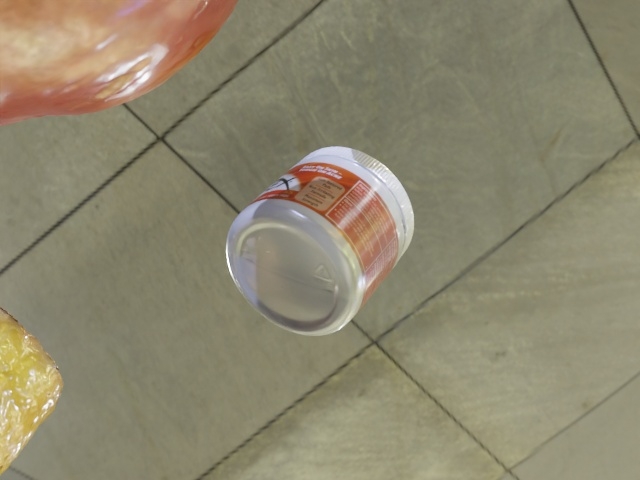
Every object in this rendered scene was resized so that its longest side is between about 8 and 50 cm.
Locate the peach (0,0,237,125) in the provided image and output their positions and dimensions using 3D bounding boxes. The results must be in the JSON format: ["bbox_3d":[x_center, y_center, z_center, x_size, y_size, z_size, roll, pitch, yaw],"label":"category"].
[{"bbox_3d":[-0.182,-0.189,0.373,0.338,0.281,0.281,7,121,-40],"label":"peach"}]

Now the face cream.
[{"bbox_3d":[0.000,0.000,1.200,0.187,0.201,0.201,-46,146,-45],"label":"face cream"}]

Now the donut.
[{"bbox_3d":[-0.386,0.136,0.802,0.278,0.108,0.277,8,140,7],"label":"donut"}]
